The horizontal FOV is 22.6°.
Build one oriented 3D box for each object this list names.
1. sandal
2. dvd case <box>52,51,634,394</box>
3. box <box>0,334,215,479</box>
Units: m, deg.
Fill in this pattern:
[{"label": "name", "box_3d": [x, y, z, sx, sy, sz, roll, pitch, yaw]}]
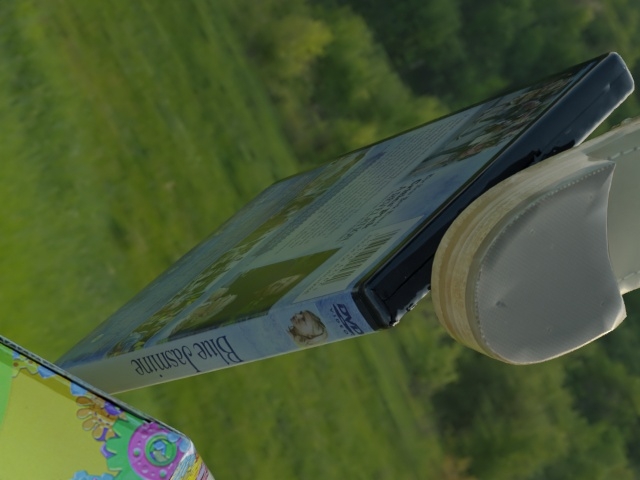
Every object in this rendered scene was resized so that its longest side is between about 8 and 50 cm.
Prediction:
[{"label": "sandal", "box_3d": [0.124, -0.024, 0.596, 0.079, 0.240, 0.088, 24, -55, 51]}, {"label": "dvd case", "box_3d": [0.000, 0.000, 0.705, 0.180, 0.253, 0.022, -41, 104, -36]}, {"label": "box", "box_3d": [-0.203, 0.102, 0.622, 0.290, 0.177, 0.279, 28, -14, 8]}]
